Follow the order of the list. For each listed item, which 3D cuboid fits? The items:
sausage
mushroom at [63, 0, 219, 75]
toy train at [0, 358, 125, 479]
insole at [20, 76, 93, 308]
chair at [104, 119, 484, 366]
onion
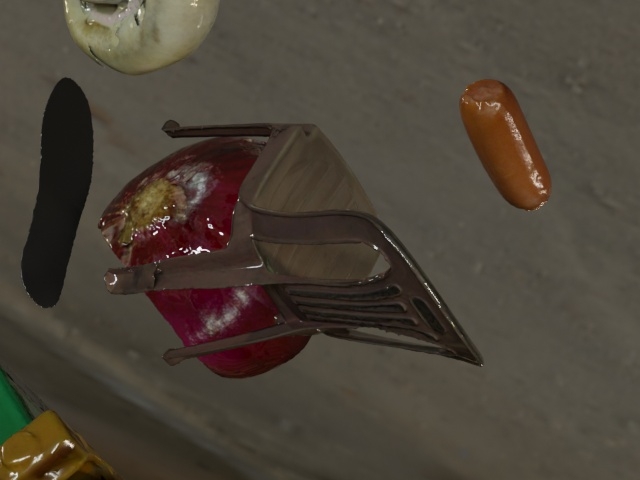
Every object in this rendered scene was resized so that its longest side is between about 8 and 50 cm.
[{"bbox_3d":[0.231,-0.114,1.993,0.076,0.076,0.197,13,146,43],"label":"sausage"},{"bbox_3d":[-0.150,-0.206,1.277,0.122,0.154,0.154,1,-175,-39],"label":"mushroom"},{"bbox_3d":[-0.188,0.240,1.166,0.249,0.178,0.429,47,173,41],"label":"toy train"},{"bbox_3d":[-0.236,-0.044,1.454,0.003,0.232,0.080,-11,148,27],"label":"insole"},{"bbox_3d":[0.000,0.000,1.321,0.326,0.183,0.176,-3,137,37],"label":"chair"},{"bbox_3d":[-0.080,0.012,1.620,0.216,0.207,0.206,42,-177,-37],"label":"onion"}]
